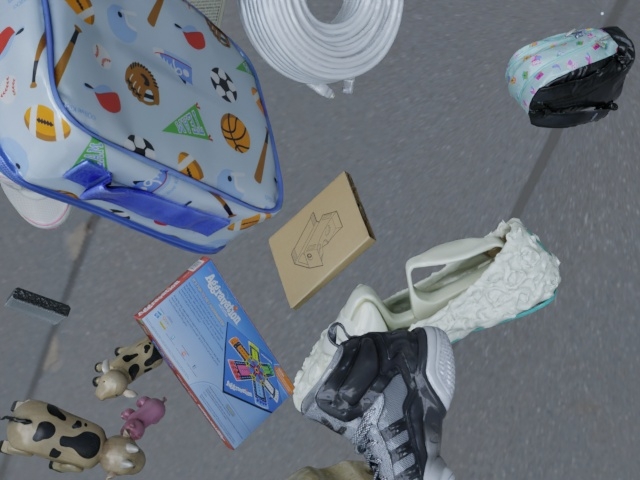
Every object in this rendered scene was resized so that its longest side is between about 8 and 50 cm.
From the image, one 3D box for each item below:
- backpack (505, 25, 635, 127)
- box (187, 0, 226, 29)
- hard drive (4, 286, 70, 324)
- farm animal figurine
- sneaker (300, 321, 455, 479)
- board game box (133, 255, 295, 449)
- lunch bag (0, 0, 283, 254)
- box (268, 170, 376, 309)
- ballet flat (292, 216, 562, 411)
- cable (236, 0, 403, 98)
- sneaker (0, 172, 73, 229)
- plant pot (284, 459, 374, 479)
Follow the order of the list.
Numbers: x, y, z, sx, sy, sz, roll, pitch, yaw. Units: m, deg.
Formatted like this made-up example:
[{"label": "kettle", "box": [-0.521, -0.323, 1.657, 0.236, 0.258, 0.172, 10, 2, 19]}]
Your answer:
[{"label": "backpack", "box": [0.381, -0.253, 1.631, 0.182, 0.115, 0.152, -19, 142, -14]}, {"label": "box", "box": [-0.209, -0.306, 1.345, 0.121, 0.148, 0.311, 30, 117, 26]}, {"label": "hard drive", "box": [-0.471, 0.110, 1.746, 0.094, 0.135, 0.022, 22, 73, -16]}, {"label": "farm animal figurine", "box": [-0.374, 0.316, 1.736, 0.172, 0.326, 0.330, -15, 70, 51]}, {"label": "sneaker", "box": [0.054, 0.213, 1.081, 0.153, 0.101, 0.269, 8, 70, -12]}, {"label": "board game box", "box": [-0.158, 0.177, 1.627, 0.145, 0.027, 0.281, -41, 119, -22]}, {"label": "lunch bag", "box": [-0.167, -0.118, 0.917, 0.115, 0.303, 0.243, -28, 60, 29]}, {"label": "box", "box": [0.000, 0.000, 1.824, 0.201, 0.021, 0.164, -41, 45, 24]}, {"label": "ballet flat", "box": [0.122, 0.090, 1.420, 0.408, 0.147, 0.147, -28, 93, 8]}, {"label": "cable", "box": [0.001, -0.348, 1.473, 0.089, 0.257, 0.257, 14, 85, 54]}, {"label": "sneaker", "box": [-0.383, -0.117, 1.326, 0.103, 0.111, 0.252, -13, 119, 4]}, {"label": "plant pot", "box": [0.030, 0.446, 1.241, 0.333, 0.334, 0.306, 14, 111, 12]}]
